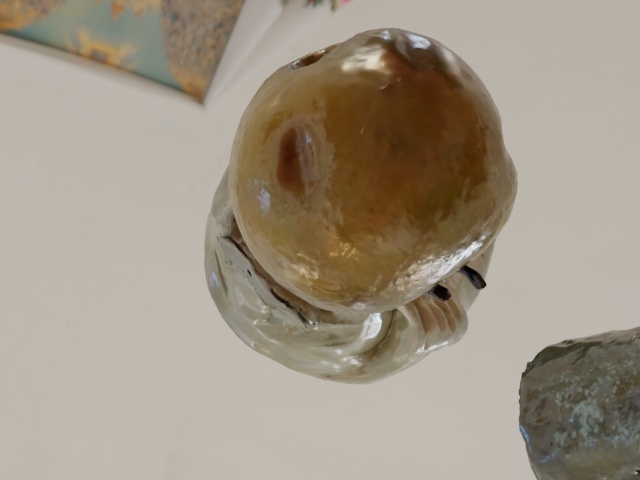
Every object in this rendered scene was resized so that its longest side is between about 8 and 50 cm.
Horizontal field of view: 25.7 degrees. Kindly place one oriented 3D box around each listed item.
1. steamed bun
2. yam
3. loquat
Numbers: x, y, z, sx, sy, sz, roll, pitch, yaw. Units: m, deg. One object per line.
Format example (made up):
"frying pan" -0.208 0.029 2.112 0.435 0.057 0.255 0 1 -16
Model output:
"steamed bun" 0.000 0.000 1.550 0.394 0.237 0.346 8 -123 -48
"yam" 0.212 0.087 0.736 0.107 0.194 0.107 18 -116 -42
"loquat" 0.034 -0.042 0.996 0.213 0.213 0.213 12 -129 -15
